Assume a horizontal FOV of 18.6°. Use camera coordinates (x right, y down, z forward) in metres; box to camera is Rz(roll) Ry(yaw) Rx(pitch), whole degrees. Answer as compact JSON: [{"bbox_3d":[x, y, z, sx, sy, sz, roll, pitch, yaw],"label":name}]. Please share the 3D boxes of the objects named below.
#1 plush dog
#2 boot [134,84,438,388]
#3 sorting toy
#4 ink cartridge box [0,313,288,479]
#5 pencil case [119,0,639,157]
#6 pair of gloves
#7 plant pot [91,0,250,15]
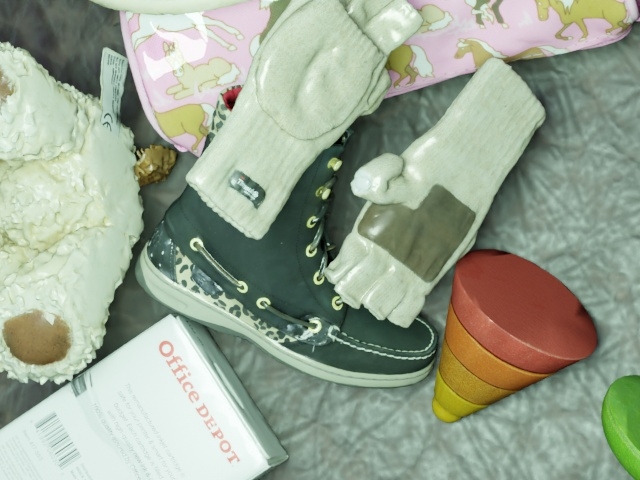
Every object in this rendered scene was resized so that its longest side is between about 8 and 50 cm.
[{"bbox_3d":[-0.251,-0.029,1.501,0.225,0.210,0.262,-9,102,29],"label":"plush dog"},{"bbox_3d":[-0.001,0.001,1.424,0.236,0.085,0.178,22,124,-5],"label":"boot"},{"bbox_3d":[0.213,0.167,1.429,0.365,0.127,0.126,42,119,13],"label":"sorting toy"},{"bbox_3d":[-0.143,0.164,1.500,0.191,0.082,0.139,-34,81,7],"label":"ink cartridge box"},{"bbox_3d":[0.050,-0.184,1.443,0.386,0.167,0.160,-16,53,11],"label":"pencil case"},{"bbox_3d":[0.034,-0.066,1.355,0.042,0.240,0.204,23,82,55],"label":"pair of gloves"},{"bbox_3d":[-0.114,-0.379,1.346,0.334,0.305,0.333,-12,52,15],"label":"plant pot"}]
